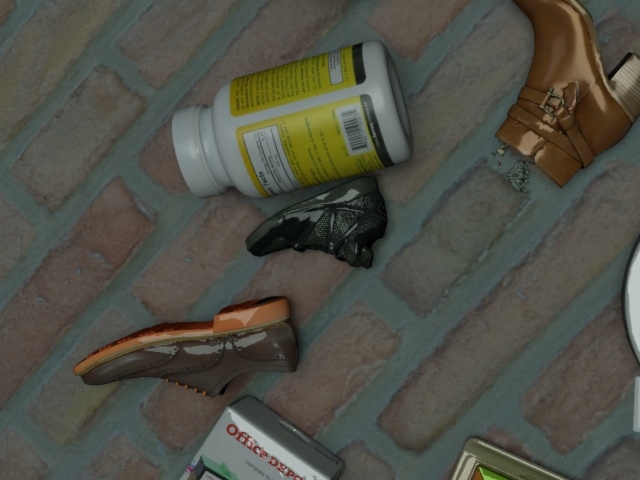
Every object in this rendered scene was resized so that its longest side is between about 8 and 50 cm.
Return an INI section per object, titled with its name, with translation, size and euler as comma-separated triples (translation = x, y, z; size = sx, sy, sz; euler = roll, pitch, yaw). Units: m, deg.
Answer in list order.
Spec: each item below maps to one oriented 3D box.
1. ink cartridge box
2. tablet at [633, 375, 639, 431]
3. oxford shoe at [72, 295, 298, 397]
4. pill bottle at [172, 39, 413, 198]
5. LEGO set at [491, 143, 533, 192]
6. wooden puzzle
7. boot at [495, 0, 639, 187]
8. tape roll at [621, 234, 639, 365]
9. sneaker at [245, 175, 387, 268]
[ink cartridge box]
translation = -0.122, 0.412, 1.644
size = 0.201, 0.117, 0.278
euler = 34, 96, 10
[tablet]
translation = 0.493, 0.244, 1.573
size = 0.054, 0.006, 0.083
euler = 2, 90, 12
[oxford shoe]
translation = -0.212, 0.192, 1.660
size = 0.363, 0.130, 0.133
euler = -14, 94, 12
[pill bottle]
translation = -0.042, -0.170, 1.589
size = 0.333, 0.188, 0.188
euler = -13, 88, 11
[LEGO set]
translation = 0.291, -0.107, 1.603
size = 0.083, 0.023, 0.054
euler = 40, 98, 9
[wooden puzzle]
translation = 0.280, 0.446, 1.598
size = 0.220, 0.044, 0.239
euler = 23, 95, 10
[boot]
translation = 0.332, -0.237, 1.566
size = 0.283, 0.109, 0.220
euler = 42, 102, 1
[tape roll]
translation = 0.627, 0.087, 1.509
size = 0.391, 0.072, 0.392
euler = 0, 89, 12
[sneaker]
translation = 0.000, 0.000, 1.632
size = 0.227, 0.087, 0.130
euler = -22, 80, 6
